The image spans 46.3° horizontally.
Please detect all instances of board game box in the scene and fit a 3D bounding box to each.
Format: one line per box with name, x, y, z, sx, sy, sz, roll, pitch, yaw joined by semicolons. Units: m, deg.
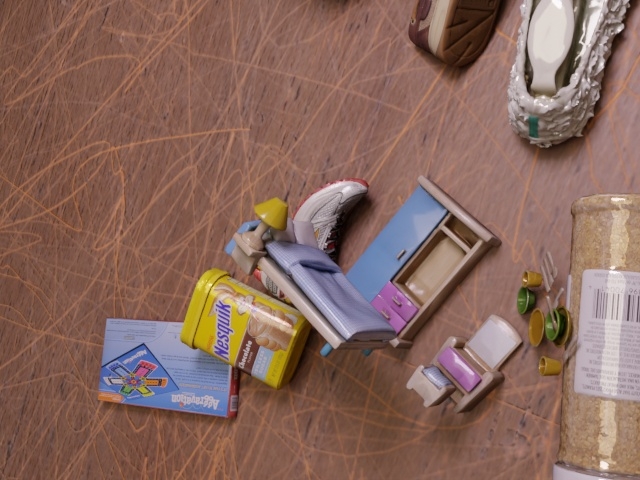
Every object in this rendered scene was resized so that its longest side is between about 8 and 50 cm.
board game box;-0.251;0.204;1.234;0.281;0.027;0.145;0;80;31

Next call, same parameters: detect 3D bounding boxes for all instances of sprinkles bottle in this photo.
sprinkles bottle;0.335;0.130;0.844;0.121;0.121;0.355;2;82;31

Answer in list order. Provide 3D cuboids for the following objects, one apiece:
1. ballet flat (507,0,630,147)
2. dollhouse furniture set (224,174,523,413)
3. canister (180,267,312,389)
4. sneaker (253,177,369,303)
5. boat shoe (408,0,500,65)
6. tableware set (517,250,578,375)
ballet flat;0.320;-0.321;0.927;0.147;0.147;0.408;10;86;32
dollhouse furniture set;0.092;0.042;0.897;0.286;0.303;0.198;46;106;28
canister;-0.109;0.131;1.108;0.170;0.073;0.126;24;106;16
sneaker;0.000;0.000;1.097;0.092;0.088;0.225;48;114;21
boat shoe;0.198;-0.415;1.000;0.123;0.123;0.342;42;127;45
tableware set;0.261;0.093;0.889;0.024;0.104;0.154;6;41;-5
